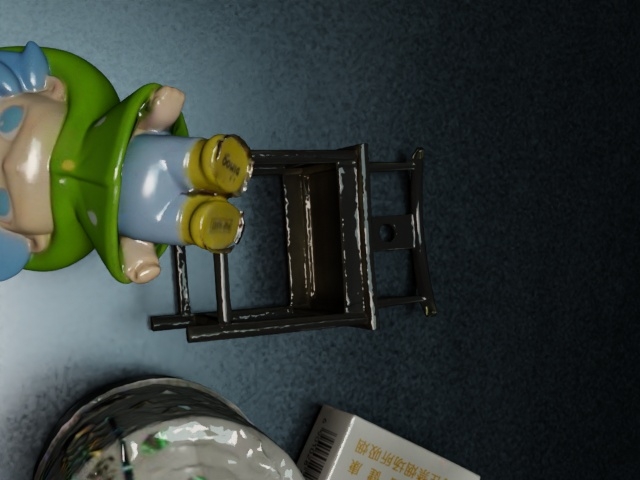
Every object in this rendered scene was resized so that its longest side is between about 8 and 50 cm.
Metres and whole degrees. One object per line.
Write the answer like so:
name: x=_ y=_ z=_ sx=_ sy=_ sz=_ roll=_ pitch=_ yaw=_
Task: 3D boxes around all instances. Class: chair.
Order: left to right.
chair: x=0.000 y=0.000 z=0.762 sx=0.260 sy=0.141 sz=0.154 roll=-4 pitch=91 yaw=-22

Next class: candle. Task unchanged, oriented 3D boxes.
candle: x=-0.095 y=0.197 z=0.613 sx=0.187 sy=0.330 sz=0.187 roll=0 pitch=90 yaw=-18

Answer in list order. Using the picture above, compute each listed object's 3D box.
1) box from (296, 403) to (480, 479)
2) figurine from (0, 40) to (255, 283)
box: x=0.024 y=0.277 z=0.804 sx=0.149 sy=0.067 sz=0.233 roll=29 pitch=78 yaw=-22
figurine: x=-0.171 y=-0.048 z=0.633 sx=0.143 sy=0.263 sz=0.162 roll=-18 pitch=117 yaw=-64
